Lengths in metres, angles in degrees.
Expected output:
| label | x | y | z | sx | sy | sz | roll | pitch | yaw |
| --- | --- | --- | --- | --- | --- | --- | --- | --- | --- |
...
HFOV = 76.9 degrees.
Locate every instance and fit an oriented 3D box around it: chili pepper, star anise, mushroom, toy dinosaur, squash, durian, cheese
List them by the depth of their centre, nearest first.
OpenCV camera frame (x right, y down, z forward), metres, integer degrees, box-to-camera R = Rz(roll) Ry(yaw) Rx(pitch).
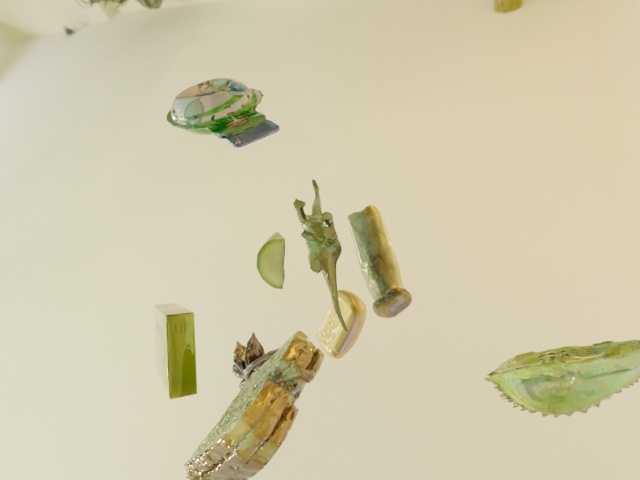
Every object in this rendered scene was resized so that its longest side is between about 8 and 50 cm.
| label | x | y | z | sx | sy | sz | roll | pitch | yaw |
| --- | --- | --- | --- | --- | --- | --- | --- | --- | --- |
| chili pepper | 0.000 | 0.000 | 0.810 | 0.083 | 0.027 | 0.022 | 20 | -82 | 11 |
| cheese | -0.196 | -0.261 | 0.816 | 0.204 | 0.083 | 0.320 | -29 | -136 | -21 |
| durian | 0.578 | 0.274 | 0.917 | 0.394 | 0.198 | 0.163 | -19 | -147 | 18 |
| toy dinosaur | 0.004 | 0.006 | 1.007 | 0.087 | 0.301 | 0.447 | -11 | -103 | 1 |
| mushroom | 0.147 | 0.049 | 1.031 | 0.100 | 0.081 | 0.312 | -21 | -125 | 12 |
| star anise | -0.167 | 0.349 | 1.081 | 0.209 | 0.231 | 0.089 | 29 | -149 | 26 |
| squash | -0.189 | 0.064 | 1.398 | 0.085 | 0.191 | 0.184 | -1 | -167 | -25 |

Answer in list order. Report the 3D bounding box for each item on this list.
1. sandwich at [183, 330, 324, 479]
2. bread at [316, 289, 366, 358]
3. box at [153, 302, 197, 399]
| label | x | y | z | sx | sy | sz | roll | pitch | yaw |
| --- | --- | --- | --- | --- | --- | --- | --- | --- | --- |
| sandwich | -0.113 | 0.325 | 0.782 | 0.249 | 0.095 | 0.273 | -48 | -179 | 31 |
| bread | 0.075 | 0.267 | 1.290 | 0.147 | 0.098 | 0.217 | 47 | -62 | 46 |
| box | -0.347 | 0.246 | 0.951 | 0.260 | 0.062 | 0.175 | -6 | -94 | 63 |
